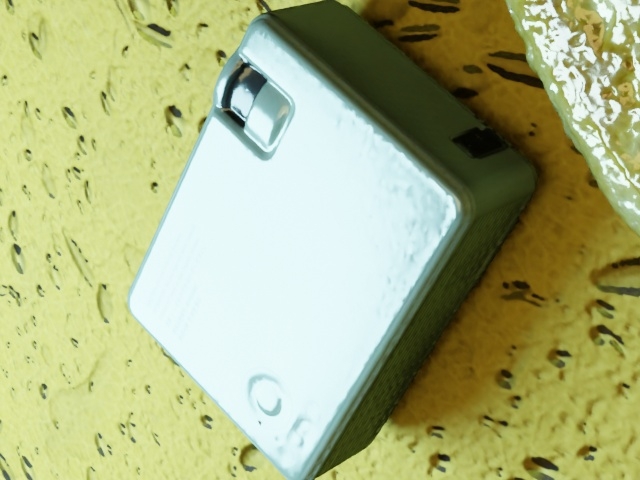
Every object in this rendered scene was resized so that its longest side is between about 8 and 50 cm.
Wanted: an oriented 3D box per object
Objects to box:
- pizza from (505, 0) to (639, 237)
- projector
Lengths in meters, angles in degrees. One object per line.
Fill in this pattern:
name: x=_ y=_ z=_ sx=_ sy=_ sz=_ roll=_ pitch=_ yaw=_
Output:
pizza: x=0.188 y=-0.088 z=0.717 sx=0.268 sy=0.087 sz=0.258 roll=24 pitch=122 yaw=33
projector: x=0.000 y=0.000 z=0.891 sx=0.192 sy=0.099 sz=0.256 roll=42 pitch=127 yaw=20
